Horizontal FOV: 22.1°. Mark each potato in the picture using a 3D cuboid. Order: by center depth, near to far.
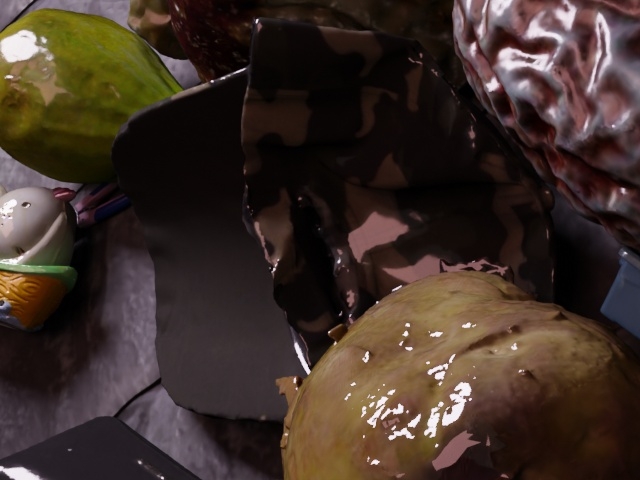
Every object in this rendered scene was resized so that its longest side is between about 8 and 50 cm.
[{"bbox_3d":[0.088,0.160,1.075,0.301,0.237,0.288,40,106,10],"label":"potato"}]

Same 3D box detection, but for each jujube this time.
[{"bbox_3d":[0.234,-0.123,1.175,0.226,0.226,0.317,-43,53,14],"label":"jujube"}]

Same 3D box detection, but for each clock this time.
[{"bbox_3d":[-0.314,0.006,1.588,0.231,0.103,0.144,11,77,37],"label":"clock"}]

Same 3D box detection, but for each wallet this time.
[{"bbox_3d":[-0.163,0.224,1.373,0.250,0.149,0.044,29,130,41],"label":"wallet"}]

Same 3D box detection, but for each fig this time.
[{"bbox_3d":[-0.214,-0.122,1.549,0.233,0.167,0.167,39,96,11],"label":"fig"}]

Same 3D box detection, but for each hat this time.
[{"bbox_3d":[0.000,0.000,1.351,0.382,0.257,0.366,-178,77,-69],"label":"hat"}]

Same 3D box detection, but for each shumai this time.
[{"bbox_3d":[-0.020,-0.250,1.359,0.330,0.288,0.292,9,76,40],"label":"shumai"}]

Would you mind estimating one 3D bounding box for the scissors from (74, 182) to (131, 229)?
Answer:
[{"bbox_3d":[-0.214,-0.035,1.590,0.113,0.012,0.039,-32,55,22],"label":"scissors"}]

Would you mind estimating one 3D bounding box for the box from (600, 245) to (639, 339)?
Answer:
[{"bbox_3d":[0.254,0.052,1.179,0.099,0.074,0.054,39,110,40],"label":"box"}]
